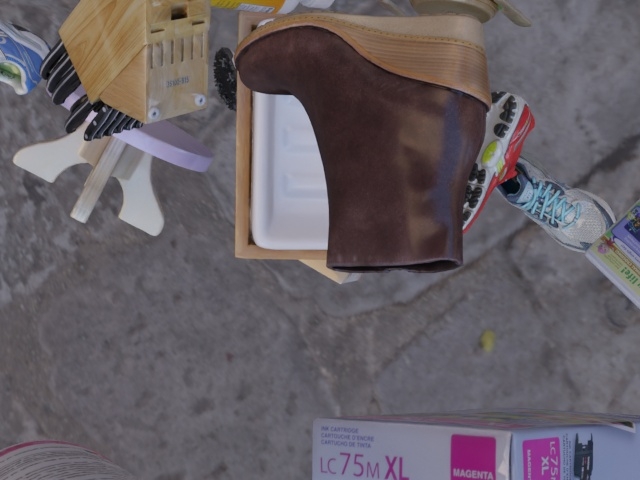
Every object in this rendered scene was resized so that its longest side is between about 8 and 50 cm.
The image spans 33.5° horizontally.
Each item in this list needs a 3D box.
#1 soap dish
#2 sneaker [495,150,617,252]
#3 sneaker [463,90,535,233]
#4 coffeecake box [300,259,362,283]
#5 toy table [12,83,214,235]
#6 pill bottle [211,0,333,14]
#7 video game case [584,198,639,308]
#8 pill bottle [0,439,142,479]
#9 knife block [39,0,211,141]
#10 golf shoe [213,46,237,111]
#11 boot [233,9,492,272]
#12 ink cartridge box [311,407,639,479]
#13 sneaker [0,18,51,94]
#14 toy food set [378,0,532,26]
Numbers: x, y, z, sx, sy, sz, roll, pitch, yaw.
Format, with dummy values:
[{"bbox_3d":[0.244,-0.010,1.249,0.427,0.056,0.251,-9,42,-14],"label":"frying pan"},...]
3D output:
[{"bbox_3d":[0.002,-0.122,1.294,0.229,0.118,0.290,1,92,-19],"label":"soap dish"},{"bbox_3d":[0.393,-0.067,1.884,0.122,0.283,0.110,3,118,-51],"label":"sneaker"},{"bbox_3d":[0.281,-0.112,1.798,0.118,0.107,0.279,22,101,-47],"label":"sneaker"},{"bbox_3d":[0.000,0.000,1.580,0.142,0.185,0.068,30,94,9],"label":"coffeecake box"},{"bbox_3d":[-0.327,-0.129,1.665,0.274,0.252,0.161,30,102,-2],"label":"toy table"},{"bbox_3d":[-0.099,-0.402,1.541,0.246,0.136,0.136,2,105,-23],"label":"pill bottle"},{"bbox_3d":[0.437,0.021,1.176,0.193,0.212,0.023,-45,161,8],"label":"video game case"},{"bbox_3d":[-0.142,0.224,0.655,0.160,0.283,0.160,0,90,-29],"label":"pill bottle"},{"bbox_3d":[-0.233,-0.237,1.196,0.088,0.242,0.275,-23,130,-40],"label":"knife block"},{"bbox_3d":[-0.119,-0.256,1.880,0.094,0.077,0.198,-30,100,-30],"label":"golf shoe"},{"bbox_3d":[0.017,-0.079,0.870,0.090,0.248,0.206,25,71,-54],"label":"boot"},{"bbox_3d":[0.161,0.175,0.894,0.311,0.186,0.065,11,78,-48],"label":"ink cartridge box"},{"bbox_3d":[-0.474,-0.276,1.463,0.211,0.080,0.081,25,52,-23],"label":"sneaker"},{"bbox_3d":[0.185,-0.330,1.463,0.132,0.192,0.038,17,81,-59],"label":"toy food set"}]
